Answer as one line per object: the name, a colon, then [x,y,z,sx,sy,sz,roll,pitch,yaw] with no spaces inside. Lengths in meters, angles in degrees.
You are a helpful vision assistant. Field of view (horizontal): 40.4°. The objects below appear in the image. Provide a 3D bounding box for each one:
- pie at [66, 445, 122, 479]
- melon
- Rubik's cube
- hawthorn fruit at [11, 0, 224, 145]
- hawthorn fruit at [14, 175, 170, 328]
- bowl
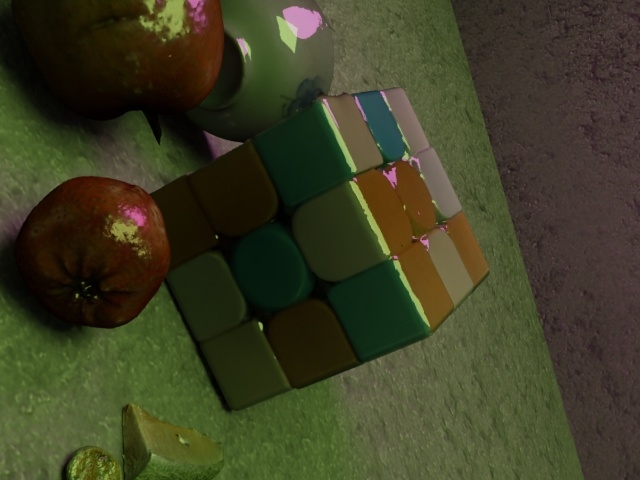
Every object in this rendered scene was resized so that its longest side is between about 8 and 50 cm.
pie: [-0.254,0.271,0.977,0.084,0.021,0.084,43,35,-42]
melon: [-0.174,0.274,1.101,0.182,0.054,0.098,36,24,-43]
Rubik's cube: [0.000,0.000,1.298,0.347,0.347,0.344,-26,91,-62]
hawthorn fruit: [-0.254,-0.276,1.176,0.300,0.268,0.267,68,25,-17]
hawthorn fruit: [-0.259,0.002,1.034,0.179,0.179,0.200,53,21,-22]
bowl: [-0.137,-0.277,1.350,0.289,0.289,0.146,62,28,-5]
